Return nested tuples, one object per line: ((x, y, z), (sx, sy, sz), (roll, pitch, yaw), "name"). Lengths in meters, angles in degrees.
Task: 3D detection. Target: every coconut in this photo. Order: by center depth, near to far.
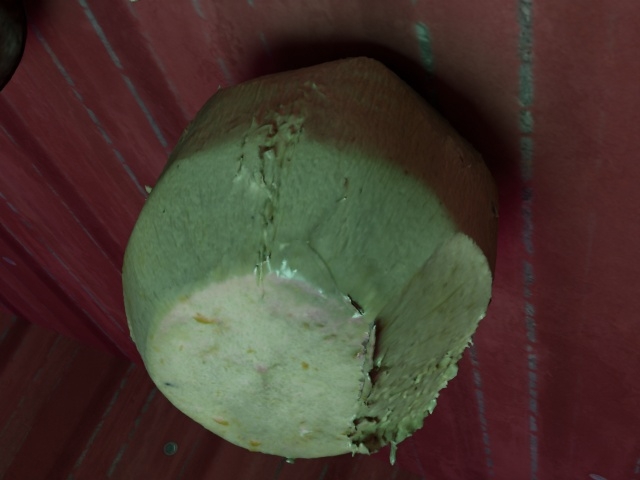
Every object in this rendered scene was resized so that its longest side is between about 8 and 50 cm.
((0.000, 0.000, 0.914), (0.347, 0.360, 0.346), (7, 129, 9), "coconut")

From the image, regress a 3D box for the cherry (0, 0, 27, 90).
((-0.423, -0.234, 1.019), (0.230, 0.203, 0.300), (29, 172, -10), "cherry")
